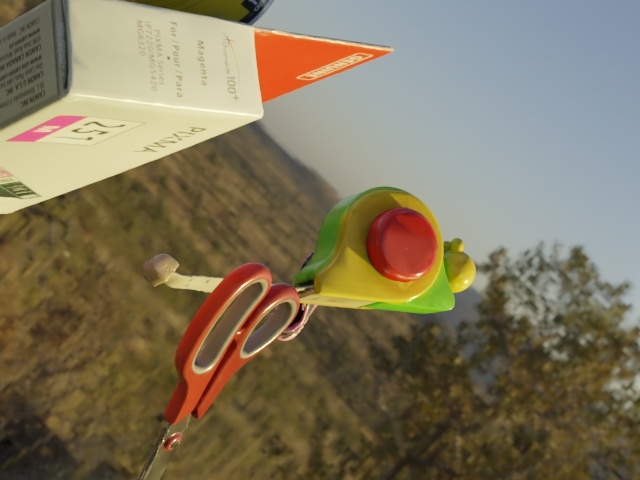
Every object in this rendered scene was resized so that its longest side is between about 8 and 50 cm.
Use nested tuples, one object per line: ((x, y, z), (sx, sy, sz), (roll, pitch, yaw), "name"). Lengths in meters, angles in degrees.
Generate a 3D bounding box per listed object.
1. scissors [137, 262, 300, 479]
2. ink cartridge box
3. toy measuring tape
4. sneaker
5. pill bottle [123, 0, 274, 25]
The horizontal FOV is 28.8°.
((-0.116, 0.138, 0.958), (0.021, 0.297, 0.109), (43, 13, 25), "scissors")
((-0.128, -0.068, 0.762), (0.239, 0.275, 0.060), (2, 78, -43), "ink cartridge box")
((0.000, 0.000, 1.145), (0.330, 0.121, 0.121), (7, 20, -25), "toy measuring tape")
((-0.016, 0.060, 1.404), (0.047, 0.119, 0.057), (30, -7, 0), "sneaker")
((-0.100, -0.190, 0.708), (0.103, 0.103, 0.184), (45, 9, 26), "pill bottle")
